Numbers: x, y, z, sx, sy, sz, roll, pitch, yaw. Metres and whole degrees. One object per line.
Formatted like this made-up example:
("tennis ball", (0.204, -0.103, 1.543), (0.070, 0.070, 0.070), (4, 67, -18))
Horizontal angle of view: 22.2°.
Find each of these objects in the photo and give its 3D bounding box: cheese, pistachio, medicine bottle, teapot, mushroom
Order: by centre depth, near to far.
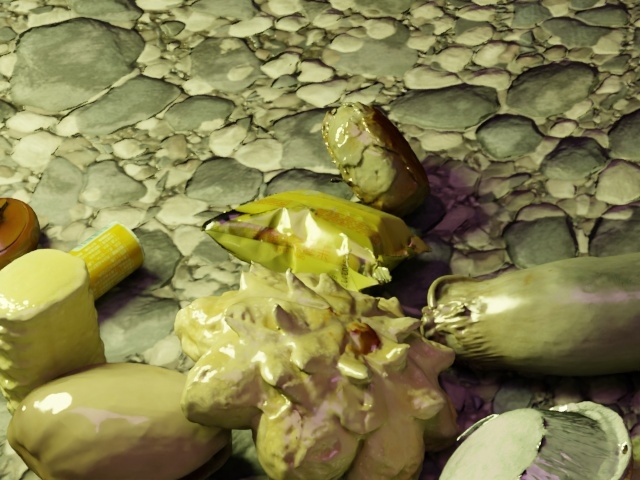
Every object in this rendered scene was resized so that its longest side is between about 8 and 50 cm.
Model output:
("pistachio", (-0.199, 0.191, 1.607), (0.223, 0.126, 0.152), (4, 56, 0))
("cheese", (-0.285, 0.102, 1.679), (0.123, 0.167, 0.094), (-32, 46, -29))
("mushroom", (0.304, 0.063, 1.695), (0.397, 0.126, 0.177), (-14, 35, -8))
("medicine bottle", (-0.291, 0.061, 1.791), (0.074, 0.074, 0.218), (31, 54, 31))
("teapot", (-0.377, -0.005, 1.858), (0.098, 0.078, 0.129), (15, 48, 20))

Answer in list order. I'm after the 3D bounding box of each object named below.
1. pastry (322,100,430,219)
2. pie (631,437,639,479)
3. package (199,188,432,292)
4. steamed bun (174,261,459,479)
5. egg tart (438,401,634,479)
("pastry", (0.065, -0.093, 1.865), (0.081, 0.153, 0.153), (-44, 44, 18))
("pie", (0.348, 0.264, 1.503), (0.275, 0.105, 0.257), (-9, 36, -4))
("package", (0.000, 0.000, 1.791), (0.226, 0.090, 0.168), (15, 18, 22))
("steamed bun", (-0.001, 0.114, 1.605), (0.292, 0.137, 0.295), (0, 41, -27))
("egg tart", (0.180, 0.226, 1.493), (0.234, 0.094, 0.234), (-37, 18, 14))
